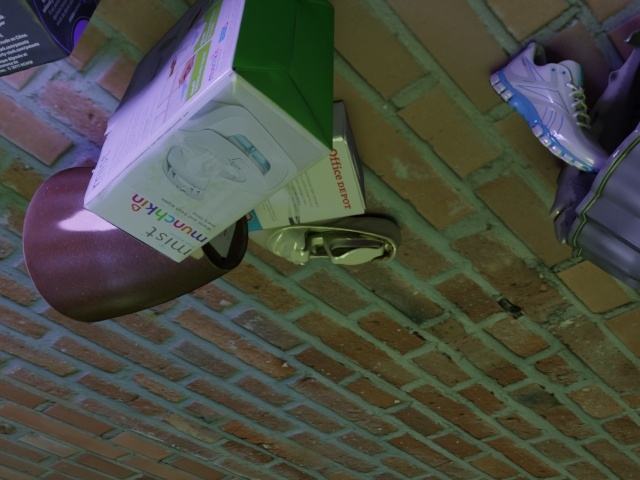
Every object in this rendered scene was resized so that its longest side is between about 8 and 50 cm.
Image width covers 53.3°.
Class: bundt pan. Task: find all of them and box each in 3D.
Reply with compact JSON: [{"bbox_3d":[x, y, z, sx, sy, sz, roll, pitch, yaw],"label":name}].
[{"bbox_3d":[0.445,-0.067,0.720,0.330,0.124,0.331,-28,147,-20],"label":"bundt pan"}]

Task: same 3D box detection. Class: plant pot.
[{"bbox_3d":[-0.218,-0.005,0.830,0.230,0.215,0.215,-6,139,28],"label":"plant pot"}]

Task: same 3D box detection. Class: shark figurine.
[{"bbox_3d":[0.378,-0.129,0.787,0.116,0.166,0.278,23,110,12],"label":"shark figurine"}]

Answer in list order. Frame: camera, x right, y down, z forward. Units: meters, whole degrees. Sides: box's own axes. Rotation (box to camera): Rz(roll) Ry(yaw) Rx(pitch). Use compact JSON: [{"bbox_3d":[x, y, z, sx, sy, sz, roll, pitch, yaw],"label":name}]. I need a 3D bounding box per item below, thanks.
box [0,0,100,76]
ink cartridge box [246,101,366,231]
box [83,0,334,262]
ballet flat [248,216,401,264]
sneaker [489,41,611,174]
[{"bbox_3d":[-0.341,-0.303,0.582,0.143,0.165,0.270,-10,136,13],"label":"box"},{"bbox_3d":[-0.045,-0.094,0.860,0.190,0.082,0.140,-9,136,11],"label":"ink cartridge box"},{"bbox_3d":[-0.110,-0.149,0.671,0.231,0.262,0.126,-34,127,31],"label":"box"},{"bbox_3d":[0.000,0.000,0.962,0.248,0.086,0.086,1,137,1],"label":"ballet flat"},{"bbox_3d":[0.272,-0.155,0.719,0.071,0.191,0.083,4,135,-45],"label":"sneaker"}]
